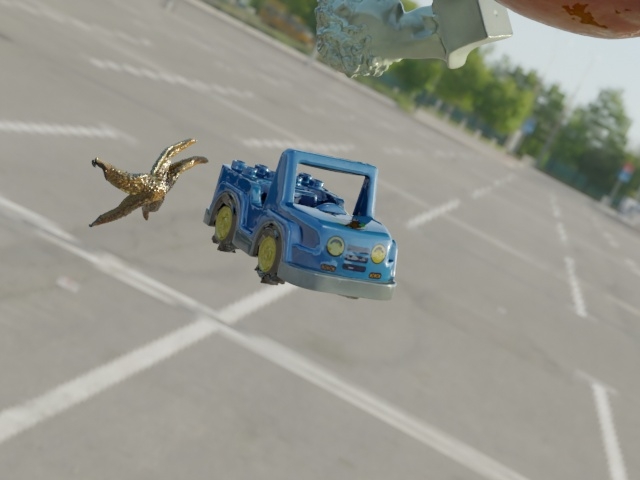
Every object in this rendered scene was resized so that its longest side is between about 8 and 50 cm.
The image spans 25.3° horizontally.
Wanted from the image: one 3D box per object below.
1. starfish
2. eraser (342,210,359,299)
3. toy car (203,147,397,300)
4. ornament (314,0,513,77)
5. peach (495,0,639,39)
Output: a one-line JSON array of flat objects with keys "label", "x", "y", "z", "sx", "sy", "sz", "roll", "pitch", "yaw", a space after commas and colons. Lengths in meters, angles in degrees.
[{"label": "starfish", "x": -0.181, "y": -0.053, "z": 1.423, "sx": 0.041, "sy": 0.133, "sz": 0.130, "roll": 45, "pitch": 12, "yaw": 27}, {"label": "eraser", "x": 0.000, "y": 0.000, "z": 1.556, "sx": 0.117, "sy": 0.058, "sz": 0.172, "roll": 52, "pitch": -10, "yaw": -12}, {"label": "toy car", "x": -0.012, "y": -0.022, "z": 1.105, "sx": 0.097, "sy": 0.100, "sz": 0.191, "roll": 9, "pitch": 13, "yaw": -30}, {"label": "ornament", "x": 0.127, "y": -0.289, "z": 1.971, "sx": 0.285, "sy": 0.130, "sz": 0.120, "roll": 3, "pitch": 7, "yaw": 26}, {"label": "peach", "x": 0.263, "y": -0.367, "z": 1.283, "sx": 0.310, "sy": 0.335, "sz": 0.406, "roll": 21, "pitch": -35, "yaw": 38}]
